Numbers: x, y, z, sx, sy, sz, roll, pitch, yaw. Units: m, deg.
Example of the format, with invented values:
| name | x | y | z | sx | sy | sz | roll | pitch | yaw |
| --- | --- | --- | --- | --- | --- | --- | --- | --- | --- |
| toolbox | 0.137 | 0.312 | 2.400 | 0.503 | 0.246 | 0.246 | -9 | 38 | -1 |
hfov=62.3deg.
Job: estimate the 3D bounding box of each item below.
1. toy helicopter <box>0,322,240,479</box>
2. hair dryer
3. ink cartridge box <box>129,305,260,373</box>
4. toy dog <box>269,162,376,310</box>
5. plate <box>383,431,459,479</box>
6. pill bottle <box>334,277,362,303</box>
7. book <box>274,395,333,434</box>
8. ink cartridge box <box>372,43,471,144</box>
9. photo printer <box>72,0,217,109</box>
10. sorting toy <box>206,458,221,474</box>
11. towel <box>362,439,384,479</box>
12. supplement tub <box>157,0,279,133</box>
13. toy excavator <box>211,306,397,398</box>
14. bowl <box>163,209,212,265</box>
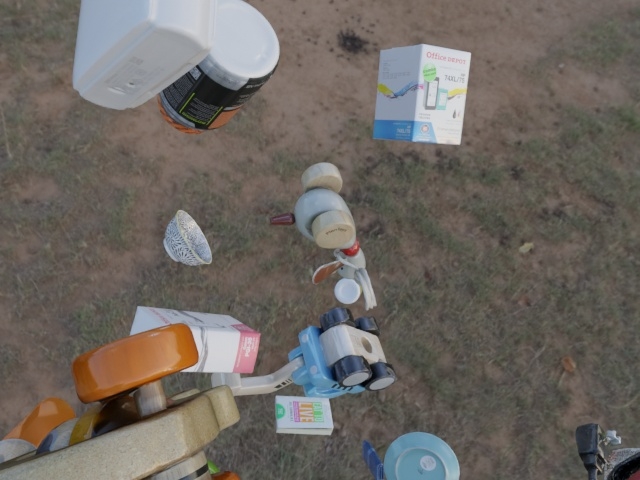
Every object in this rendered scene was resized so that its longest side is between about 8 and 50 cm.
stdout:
| name | x | y | z | sx | sy | sz | roll | pitch | yaw |
| --- | --- | --- | --- | --- | --- | --- | --- | --- | --- |
| toy helicopter | -0.184 | 0.181 | 0.467 | 0.235 | 0.355 | 0.140 | -20 | 81 | -6 |
| hair dryer | 0.292 | 0.246 | 0.518 | 0.080 | 0.223 | 0.293 | 41 | 47 | 8 |
| ink cartridge box | -0.337 | 0.266 | 1.411 | 0.283 | 0.207 | 0.117 | 13 | 91 | -36 |
| toy dog | 0.000 | 0.000 | 1.132 | 0.161 | 0.334 | 0.220 | -15 | 36 | 5 |
| plate | 0.251 | 0.575 | 1.326 | 0.188 | 0.024 | 0.188 | 1 | 94 | 14 |
| pill bottle | 0.117 | 0.196 | 2.150 | 0.103 | 0.184 | 0.103 | 0 | 91 | 9 |
| book | -0.045 | 0.453 | 1.377 | 0.144 | 0.035 | 0.096 | 6 | 39 | -13 |
| ink cartridge box | 0.302 | -0.434 | 1.602 | 0.198 | 0.270 | 0.197 | -3 | 14 | -30 |
| photo printer | -0.237 | -0.364 | 0.723 | 0.107 | 0.256 | 0.308 | 13 | 73 | -43 |
| sorting toy | -0.130 | 0.373 | 0.795 | 0.365 | 0.126 | 0.127 | 50 | 13 | -11 |
| towel | 0.162 | 0.675 | 1.630 | 0.029 | 0.067 | 0.119 | -7 | 19 | -16 |
| supplement tub | -0.244 | -0.371 | 1.185 | 0.193 | 0.316 | 0.194 | 12 | 69 | -32 |
| toy excavator | -0.053 | 0.410 | 1.658 | 0.433 | 0.445 | 0.222 | 26 | 35 | -46 |
| bowl | -0.380 | 0.008 | 1.467 | 0.080 | 0.170 | 0.170 | -28 | 61 | 4 |
